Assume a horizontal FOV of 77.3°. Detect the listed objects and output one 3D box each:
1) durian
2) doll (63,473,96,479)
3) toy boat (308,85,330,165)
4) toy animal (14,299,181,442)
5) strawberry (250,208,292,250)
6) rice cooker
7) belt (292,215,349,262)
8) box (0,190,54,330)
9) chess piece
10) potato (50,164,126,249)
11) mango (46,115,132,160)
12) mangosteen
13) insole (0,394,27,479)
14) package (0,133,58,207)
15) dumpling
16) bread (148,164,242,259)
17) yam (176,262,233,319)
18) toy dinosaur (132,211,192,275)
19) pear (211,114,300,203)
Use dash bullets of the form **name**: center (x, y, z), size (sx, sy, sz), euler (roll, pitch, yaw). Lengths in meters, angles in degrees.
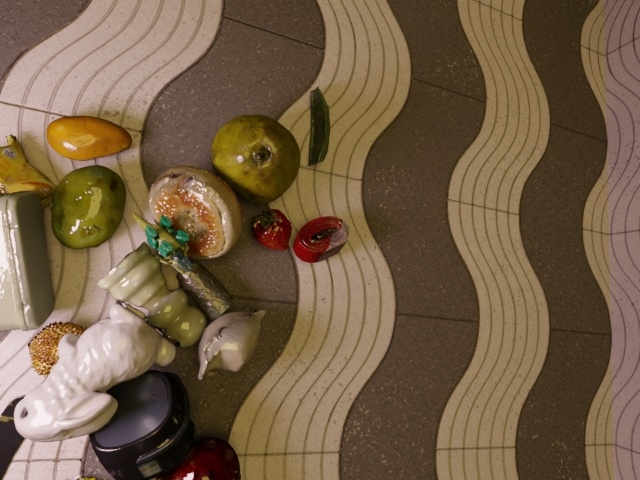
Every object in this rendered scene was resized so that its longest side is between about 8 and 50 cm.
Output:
- **durian**: center (-0.712, 0.303, 1.103), size (0.168, 0.137, 0.158), euler (20, 73, -8)
- **doll**: center (-0.700, 0.707, 1.093), size (0.162, 0.062, 0.106), euler (-10, 82, -22)
- **toy boat**: center (-0.004, -0.421, 1.487), size (0.055, 0.093, 0.293), euler (6, 81, -38)
- **toy animal**: center (-0.563, 0.340, 1.008), size (0.258, 0.194, 0.357), euler (31, 57, -1)
- **strawberry**: center (-0.162, -0.037, 1.370), size (0.131, 0.131, 0.148), euler (-62, 147, -16)
- **rice cooker**: center (-0.472, 0.506, 1.091), size (0.267, 0.267, 0.224), euler (-24, 132, -21)
- **belt**: center (0.000, 0.000, 1.416), size (0.201, 0.124, 0.128), euler (-21, 71, -26)
- **box**: center (-0.905, 0.059, 1.001), size (0.344, 0.177, 0.352), euler (-4, 103, -19)
- **chess piece**: center (-0.475, 0.181, 1.195), size (0.182, 0.182, 0.330), euler (-46, 105, -19)
- **potato**: center (-0.673, -0.096, 1.166), size (0.186, 0.148, 0.253), euler (29, 81, -1)
- **mango**: center (-0.692, -0.305, 1.206), size (0.227, 0.109, 0.147), euler (1, 58, -20)
- **mangosteen**: center (-0.362, 0.688, 1.159), size (0.257, 0.215, 0.215), euler (-2, 83, 7)
- **insole**: center (-0.885, 0.582, 1.070), size (0.119, 0.009, 0.348), euler (34, 73, -15)
- **package**: center (-0.860, -0.172, 1.129), size (0.226, 0.090, 0.168), euler (50, 61, -14)
- **dumpling**: center (-0.266, 0.333, 1.235), size (0.243, 0.227, 0.175), euler (-6, 41, -28)
- **bread**: center (-0.368, -0.089, 1.226), size (0.305, 0.305, 0.159), euler (47, 35, -9)
- **yam**: center (-0.365, 0.155, 1.268), size (0.107, 0.107, 0.183), euler (-41, 96, -20)
- **toy dinosaur**: center (-0.462, -0.011, 1.159), size (0.259, 0.153, 0.094), euler (45, 55, 6)
- **pear**: center (-0.200, -0.260, 1.258), size (0.287, 0.375, 0.287), euler (-2, 100, -10)
